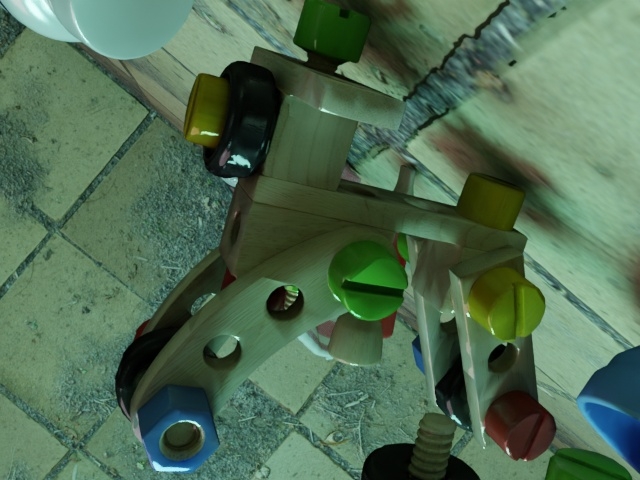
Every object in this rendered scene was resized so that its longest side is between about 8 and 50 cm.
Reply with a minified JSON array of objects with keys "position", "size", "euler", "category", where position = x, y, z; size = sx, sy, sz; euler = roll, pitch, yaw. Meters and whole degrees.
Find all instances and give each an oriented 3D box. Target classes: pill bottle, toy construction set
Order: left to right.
[{"position":[-0.164,-0.188,0.475],"size":[0.187,0.112,0.112],"euler":[38,176,30],"category":"pill bottle"},{"position":[0.032,-0.008,0.459],"size":[0.257,0.237,0.309],"euler":[10,-167,4],"category":"toy construction set"}]

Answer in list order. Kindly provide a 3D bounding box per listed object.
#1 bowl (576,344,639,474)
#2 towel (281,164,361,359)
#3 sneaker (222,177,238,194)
[{"position":[0.304,0.171,0.351],"size":[0.391,0.077,0.391],"euler":[40,177,2],"category":"bowl"},{"position":[0.000,0.000,0.701],"size":[0.029,0.197,0.144],"euler":[-2,160,19],"category":"towel"},{"position":[-0.044,-0.055,1.074],"size":[0.268,0.101,0.153],"euler":[46,177,0],"category":"sneaker"}]
